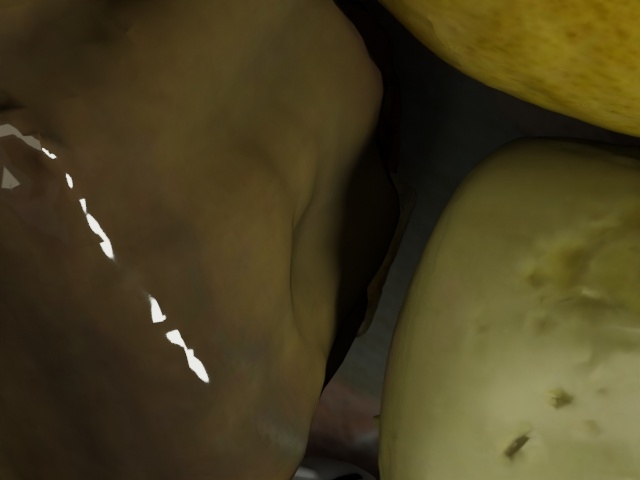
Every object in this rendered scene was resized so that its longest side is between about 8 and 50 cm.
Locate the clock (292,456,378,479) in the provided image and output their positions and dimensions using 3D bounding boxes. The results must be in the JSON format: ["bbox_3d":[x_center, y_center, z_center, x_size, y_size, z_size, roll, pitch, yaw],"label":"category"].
[{"bbox_3d":[0.025,0.187,0.760,0.117,0.080,0.176,-22,99,37],"label":"clock"}]

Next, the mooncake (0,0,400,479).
[{"bbox_3d":[-0.133,-0.016,0.528,0.324,0.187,0.324,16,132,18],"label":"mooncake"}]

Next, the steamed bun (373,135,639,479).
[{"bbox_3d":[0.141,0.081,0.526,0.232,0.166,0.273,18,164,19],"label":"steamed bun"}]

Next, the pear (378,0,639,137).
[{"bbox_3d":[0.108,-0.188,0.412,0.314,0.314,0.314,13,116,27],"label":"pear"}]

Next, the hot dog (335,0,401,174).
[{"bbox_3d":[-0.085,-0.055,0.701,0.259,0.114,0.175,6,113,13],"label":"hot dog"}]

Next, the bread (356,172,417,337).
[{"bbox_3d":[0.000,0.000,0.619,0.070,0.035,0.083,17,125,7],"label":"bread"}]
